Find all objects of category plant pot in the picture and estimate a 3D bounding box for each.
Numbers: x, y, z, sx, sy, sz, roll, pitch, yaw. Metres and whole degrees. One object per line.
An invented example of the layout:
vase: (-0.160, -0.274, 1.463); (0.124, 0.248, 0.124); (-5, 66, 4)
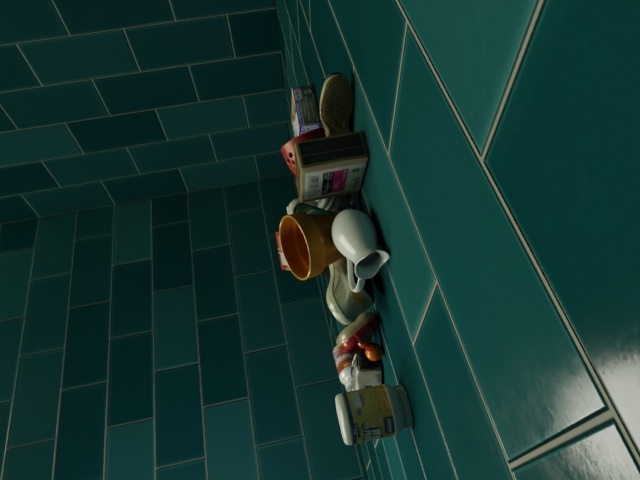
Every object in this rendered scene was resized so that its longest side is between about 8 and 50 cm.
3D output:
plant pot: (0.000, 0.000, 1.503); (0.205, 0.188, 0.205); (40, 138, 49)
plant pot: (-0.028, -0.300, 1.786); (0.191, 0.191, 0.174); (135, 110, -84)

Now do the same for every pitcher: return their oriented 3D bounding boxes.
pitcher: (0.098, 0.026, 1.367); (0.177, 0.126, 0.207); (-64, 33, 33)

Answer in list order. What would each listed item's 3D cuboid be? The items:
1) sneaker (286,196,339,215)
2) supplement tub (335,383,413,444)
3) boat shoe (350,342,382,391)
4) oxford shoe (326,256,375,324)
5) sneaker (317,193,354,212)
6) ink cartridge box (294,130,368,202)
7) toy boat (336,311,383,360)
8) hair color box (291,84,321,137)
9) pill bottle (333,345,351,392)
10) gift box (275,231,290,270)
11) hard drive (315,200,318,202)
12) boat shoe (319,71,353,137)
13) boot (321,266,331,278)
sneaker: (0.002, -0.069, 1.667); (0.107, 0.275, 0.110); (-45, 55, 38)
supplement tub: (0.153, 0.500, 1.403); (0.144, 0.200, 0.144); (169, 90, -85)
boat shoe: (0.171, 0.532, 1.813); (0.158, 0.127, 0.340); (-97, 8, -58)
oxford shoe: (0.107, 0.099, 1.588); (0.169, 0.130, 0.449); (46, -159, -20)
sneaker: (0.060, -0.158, 1.638); (0.105, 0.115, 0.281); (-58, 10, 30)
ink cartridge box: (0.026, -0.206, 1.397); (0.234, 0.193, 0.088); (94, 165, -71)
toy boat: (0.149, 0.342, 1.636); (0.151, 0.151, 0.231); (48, 167, 12)
hair color box: (-0.071, -0.552, 2.240); (0.339, 0.110, 0.185); (116, 145, -78)
pill bottle: (0.134, 0.567, 2.159); (0.216, 0.121, 0.121); (-109, 10, -53)
gift box: (-0.070, 0.045, 2.645); (0.276, 0.258, 0.255); (8, 107, 64)
hard drive: (0.017, -0.132, 2.120); (0.233, 0.047, 0.352); (19, -122, -75)
boat shoe: (0.041, -0.380, 1.423); (0.285, 0.103, 0.092); (77, 174, -56)
boot: (0.031, 0.063, 1.773); (0.305, 0.112, 0.115); (39, -143, -34)
